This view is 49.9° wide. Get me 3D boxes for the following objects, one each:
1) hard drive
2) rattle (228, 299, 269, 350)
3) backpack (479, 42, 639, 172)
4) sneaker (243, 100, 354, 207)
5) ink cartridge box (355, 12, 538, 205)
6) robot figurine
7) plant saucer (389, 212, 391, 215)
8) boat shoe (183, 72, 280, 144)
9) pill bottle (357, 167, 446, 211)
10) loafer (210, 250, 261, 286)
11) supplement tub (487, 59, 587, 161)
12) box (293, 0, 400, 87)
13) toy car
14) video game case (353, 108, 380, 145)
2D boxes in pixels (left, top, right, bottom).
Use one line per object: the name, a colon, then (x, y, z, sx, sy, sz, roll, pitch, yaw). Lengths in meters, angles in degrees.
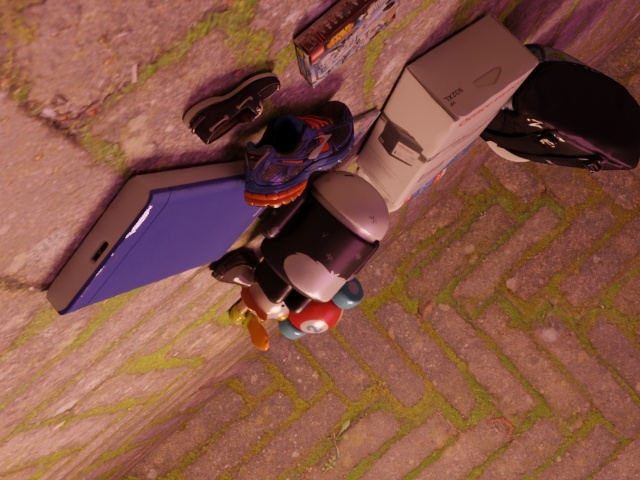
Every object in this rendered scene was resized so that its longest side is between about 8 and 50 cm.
hard drive: (-0.178, -0.018, 0.896, 0.210, 0.040, 0.319, -46, 169, 26)
rattle: (-0.132, 0.189, 1.755, 0.130, 0.143, 0.200, -61, 161, 7)
backpack: (0.447, -0.275, 1.416, 0.273, 0.290, 0.355, -71, -163, -7)
sneaker: (-0.022, -0.130, 0.890, 0.221, 0.083, 0.087, -50, 143, -42)
ink cartridge box: (0.217, -0.228, 1.247, 0.223, 0.129, 0.307, -36, 170, -25)
robot figurine: (0.000, 0.000, 1.273, 0.278, 0.173, 0.209, -50, 172, 10)
plant saucer: (0.087, -0.044, 1.620, 0.188, 0.045, 0.188, -25, 176, -5)
boat shoe: (-0.085, -0.139, 0.725, 0.125, 0.038, 0.046, -34, 168, -37)
pill bottle: (0.193, -0.162, 1.470, 0.221, 0.124, 0.124, -35, 169, -33)
loafer: (-0.149, 0.059, 1.302, 0.062, 0.061, 0.170, -43, 170, 18)
supplement tub: (0.591, -0.351, 1.841, 0.331, 0.241, 0.241, -31, 166, -47)
box: (0.032, -0.239, 0.770, 0.137, 0.027, 0.094, -41, 172, -4)
toy car: (-0.078, 0.119, 1.449, 0.219, 0.210, 0.238, -35, 171, 39)
video game case: (0.043, -0.175, 1.156, 0.122, 0.011, 0.087, -33, 167, -43)
